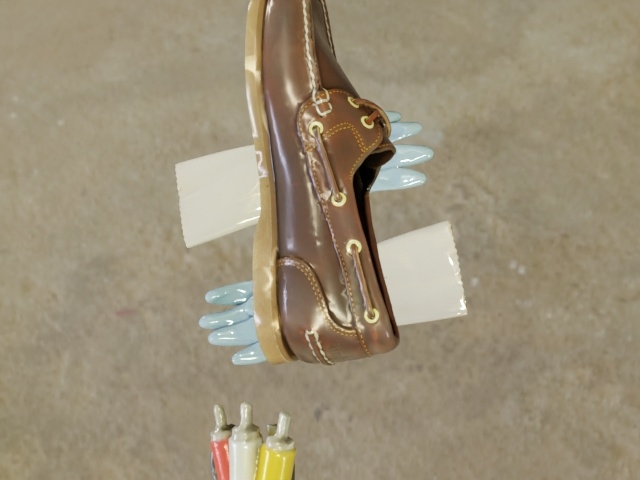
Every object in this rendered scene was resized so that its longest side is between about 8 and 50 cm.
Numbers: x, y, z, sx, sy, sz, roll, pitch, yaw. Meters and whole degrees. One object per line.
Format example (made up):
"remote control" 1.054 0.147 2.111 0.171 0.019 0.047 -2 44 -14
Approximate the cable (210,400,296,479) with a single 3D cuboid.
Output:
"cable" -0.070 0.297 1.210 0.072 0.287 0.139 2 -2 -42

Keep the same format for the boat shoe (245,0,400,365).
"boat shoe" 0.005 -0.039 0.636 0.073 0.073 0.206 -8 80 20

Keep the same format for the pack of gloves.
"pack of gloves" 0.000 0.000 1.063 0.232 0.046 0.195 -14 71 13
